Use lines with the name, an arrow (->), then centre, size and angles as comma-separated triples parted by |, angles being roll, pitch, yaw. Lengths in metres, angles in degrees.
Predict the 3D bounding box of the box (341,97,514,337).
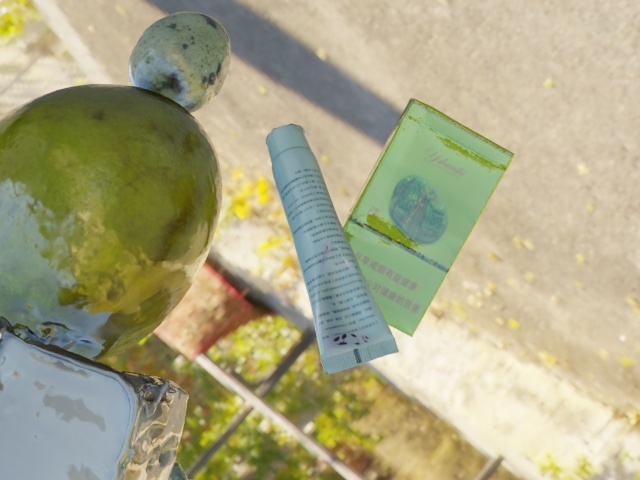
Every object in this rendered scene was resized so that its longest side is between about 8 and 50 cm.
box -> 0.144, -0.035, 1.860 | 0.187, 0.335, 0.047 | 28, -174, -7

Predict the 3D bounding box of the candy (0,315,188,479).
candy -> -0.236, 0.189, 1.137 | 0.195, 0.185, 0.137 | 13, 174, 20

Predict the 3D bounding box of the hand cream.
hand cream -> 0.000, 0.000, 1.361 | 0.058, 0.085, 0.331 | 84, 169, -54

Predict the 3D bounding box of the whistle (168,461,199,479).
whistle -> -0.203, 0.340, 1.585 | 0.223, 0.123, 0.123 | 62, 167, 4

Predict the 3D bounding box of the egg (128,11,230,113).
egg -> -0.204, -0.264, 1.741 | 0.141, 0.182, 0.141 | 20, 140, 18

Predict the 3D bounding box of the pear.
pear -> -0.299, -0.026, 1.489 | 0.351, 0.413, 0.352 | 8, 127, 11
